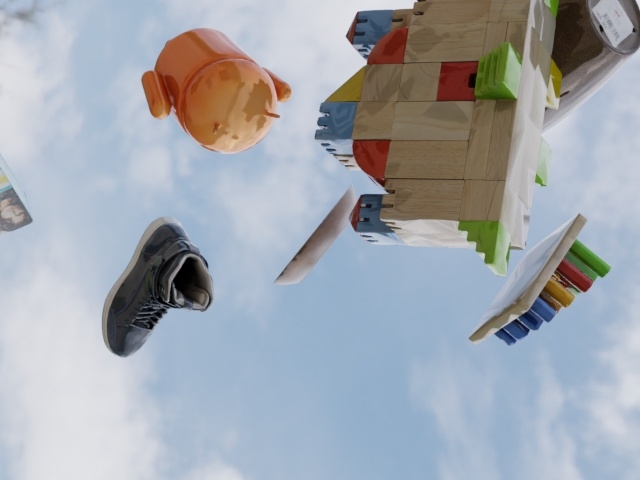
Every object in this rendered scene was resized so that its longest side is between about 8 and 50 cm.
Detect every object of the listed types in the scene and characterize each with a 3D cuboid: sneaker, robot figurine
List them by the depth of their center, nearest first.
[{"bbox_3d":[-0.134,-0.187,1.866,0.128,0.158,0.219,-53,-143,8],"label":"robot figurine"},{"bbox_3d":[-0.236,0.095,2.149,0.163,0.086,0.226,42,-67,53],"label":"sneaker"}]

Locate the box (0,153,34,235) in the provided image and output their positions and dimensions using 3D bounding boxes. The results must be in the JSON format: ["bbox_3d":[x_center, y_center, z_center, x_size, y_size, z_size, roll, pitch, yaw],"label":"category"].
[{"bbox_3d":[-0.492,-0.088,2.086,0.244,0.100,0.060,73,-7,-60],"label":"box"}]

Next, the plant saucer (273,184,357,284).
[{"bbox_3d":[0.000,0.000,2.318,0.198,0.036,0.198,-51,-179,2],"label":"plant saucer"}]

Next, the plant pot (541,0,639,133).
[{"bbox_3d":[0.286,-0.245,1.879,0.230,0.215,0.215,-21,-116,48],"label":"plant pot"}]

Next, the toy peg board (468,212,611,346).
[{"bbox_3d":[0.290,0.070,1.907,0.160,0.079,0.161,-53,-178,-27],"label":"toy peg board"}]

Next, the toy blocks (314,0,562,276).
[{"bbox_3d":[0.120,-0.143,1.726,0.261,0.191,0.381,1,-108,26],"label":"toy blocks"}]
